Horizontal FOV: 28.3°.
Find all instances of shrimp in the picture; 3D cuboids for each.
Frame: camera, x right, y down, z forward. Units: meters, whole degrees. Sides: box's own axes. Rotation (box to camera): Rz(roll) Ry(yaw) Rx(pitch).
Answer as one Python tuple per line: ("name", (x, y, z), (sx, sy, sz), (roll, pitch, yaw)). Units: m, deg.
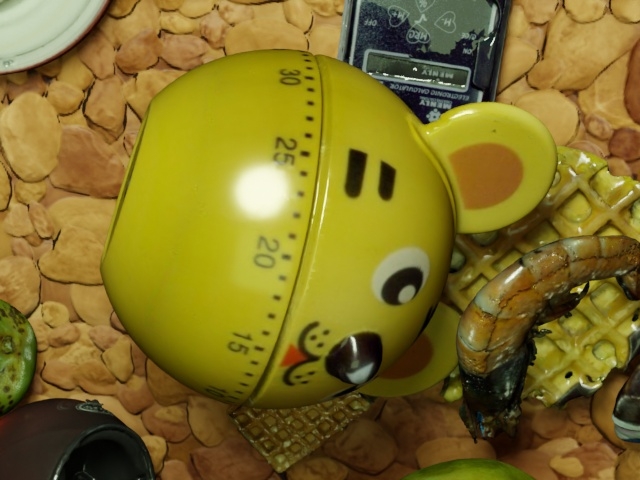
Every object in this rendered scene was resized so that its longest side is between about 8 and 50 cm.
("shrimp", (0.228, 0.094, 1.266), (0.222, 0.054, 0.290), (-22, 142, -21))

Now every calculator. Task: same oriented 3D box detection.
("calculator", (0.105, -0.232, 1.258), (0.166, 0.028, 0.274), (8, 112, 3))

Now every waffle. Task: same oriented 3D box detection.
("waffle", (0.231, 0.053, 1.339), (0.307, 0.060, 0.312), (13, 112, 3))
("waffle", (-0.021, 0.184, 1.424), (0.148, 0.042, 0.102), (-38, 104, 18))

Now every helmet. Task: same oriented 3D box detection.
("helmet", (-0.293, 0.273, 1.406), (0.216, 0.193, 0.189), (-49, 144, 11))

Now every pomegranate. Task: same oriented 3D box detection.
("pomegranate", (-0.401, 0.145, 1.409), (0.169, 0.122, 0.143), (-27, 135, 13))

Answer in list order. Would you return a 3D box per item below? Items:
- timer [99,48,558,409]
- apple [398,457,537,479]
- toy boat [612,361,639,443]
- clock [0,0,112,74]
("timer", (0.000, 0.000, 1.198), (0.387, 0.376, 0.376), (14, 112, -12))
("apple", (0.159, 0.400, 1.341), (0.339, 0.339, 0.339), (2, 111, 5))
("toy boat", (0.427, 0.146, 1.334), (0.262, 0.114, 0.115), (-24, 140, 14))
("clock", (-0.345, -0.316, 1.248), (0.318, 0.080, 0.318), (2, 111, 5))
